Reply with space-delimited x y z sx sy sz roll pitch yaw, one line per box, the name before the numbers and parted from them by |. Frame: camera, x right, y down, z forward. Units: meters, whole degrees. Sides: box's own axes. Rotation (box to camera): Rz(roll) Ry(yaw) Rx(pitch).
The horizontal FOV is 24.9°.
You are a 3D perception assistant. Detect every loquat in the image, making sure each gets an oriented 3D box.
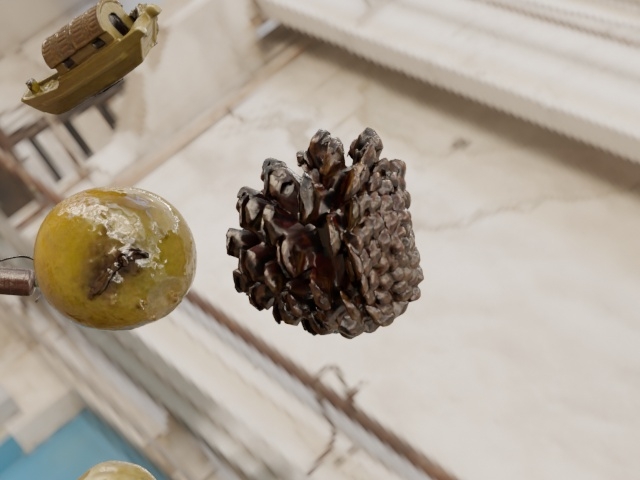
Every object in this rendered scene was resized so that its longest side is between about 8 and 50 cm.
loquat | -0.219 0.014 1.547 0.204 0.172 0.149 -114 -159 -67

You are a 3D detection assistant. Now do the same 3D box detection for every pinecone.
pinecone | 0.000 0.000 1.501 0.221 0.221 0.221 46 -17 18

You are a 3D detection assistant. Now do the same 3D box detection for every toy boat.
toy boat | -0.275 -0.217 1.701 0.226 0.068 0.088 -24 -60 37

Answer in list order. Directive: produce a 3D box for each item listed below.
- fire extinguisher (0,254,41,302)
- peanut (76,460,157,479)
fire extinguisher | -0.480 0.053 2.186 0.045 0.157 0.078 102 -8 -62
peanut | -0.289 0.383 1.610 0.153 0.325 0.140 36 0 23
